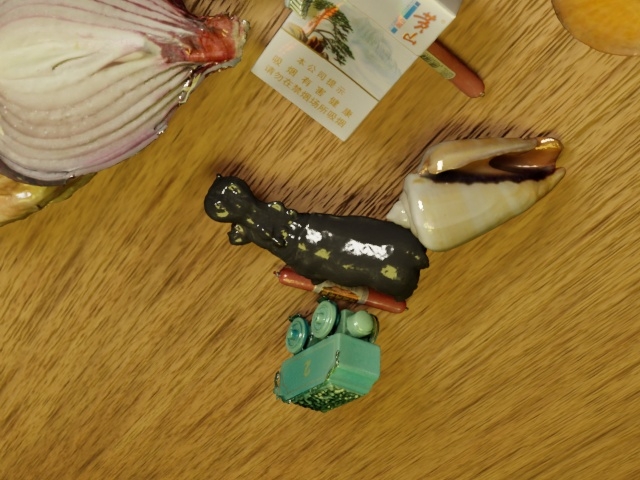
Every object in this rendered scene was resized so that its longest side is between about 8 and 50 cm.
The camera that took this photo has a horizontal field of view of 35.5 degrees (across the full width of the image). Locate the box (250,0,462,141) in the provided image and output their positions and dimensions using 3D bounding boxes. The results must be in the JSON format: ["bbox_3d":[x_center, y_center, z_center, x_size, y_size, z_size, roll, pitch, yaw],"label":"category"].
[{"bbox_3d":[0.040,-0.243,1.169,0.149,0.067,0.233,34,133,-11],"label":"box"}]

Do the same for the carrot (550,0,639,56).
[{"bbox_3d":[0.312,-0.326,0.956,0.196,0.254,0.196,3,144,2],"label":"carrot"}]

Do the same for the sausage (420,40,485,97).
[{"bbox_3d":[0.136,-0.237,1.244,0.029,0.029,0.223,-31,134,32],"label":"sausage"}]

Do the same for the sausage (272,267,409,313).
[{"bbox_3d":[0.037,0.083,1.652,0.253,0.034,0.034,16,139,-20],"label":"sausage"}]

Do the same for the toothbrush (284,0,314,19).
[{"bbox_3d":[0.054,-0.385,1.010,0.028,0.037,0.375,-10,143,-46],"label":"toothbrush"}]

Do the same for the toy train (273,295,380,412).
[{"bbox_3d":[0.014,0.197,1.681,0.112,0.163,0.203,19,147,-27],"label":"toy train"}]

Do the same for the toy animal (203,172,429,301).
[{"bbox_3d":[-0.008,0.003,1.466,0.343,0.106,0.168,16,161,-5],"label":"toy animal"}]

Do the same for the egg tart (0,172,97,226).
[{"bbox_3d":[-0.448,-0.119,1.287,0.351,0.150,0.352,-3,145,-2],"label":"egg tart"}]

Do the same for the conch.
[{"bbox_3d":[0.210,-0.077,1.406,0.255,0.127,0.158,-16,110,-14],"label":"conch"}]

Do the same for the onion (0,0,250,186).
[{"bbox_3d":[-0.268,-0.214,1.152,0.348,0.159,0.267,-10,114,-30],"label":"onion"}]
